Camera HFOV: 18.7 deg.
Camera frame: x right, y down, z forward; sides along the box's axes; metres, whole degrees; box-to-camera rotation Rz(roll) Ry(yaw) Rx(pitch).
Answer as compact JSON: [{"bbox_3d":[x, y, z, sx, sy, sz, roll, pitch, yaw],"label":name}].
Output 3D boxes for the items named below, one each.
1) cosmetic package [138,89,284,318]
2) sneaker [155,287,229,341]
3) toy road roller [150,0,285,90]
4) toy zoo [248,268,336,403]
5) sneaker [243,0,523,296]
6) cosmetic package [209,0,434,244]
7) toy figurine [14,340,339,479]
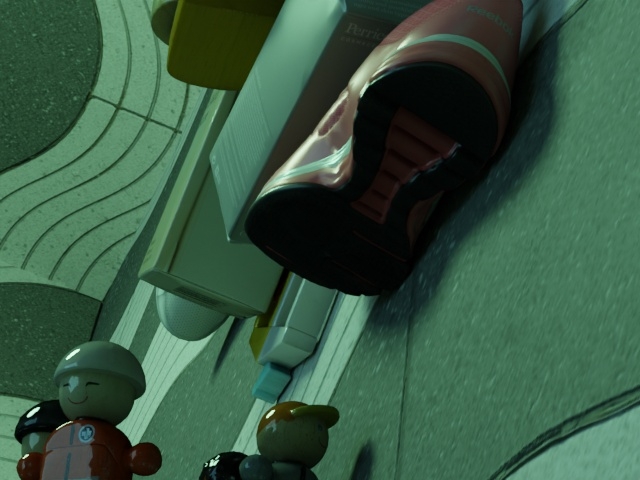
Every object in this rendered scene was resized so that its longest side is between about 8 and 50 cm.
[{"bbox_3d":[-0.053,-0.091,1.764,0.160,0.113,0.309,155,137,-78],"label":"cosmetic package"},{"bbox_3d":[-0.103,0.006,2.044,0.169,0.108,0.292,-80,16,-67],"label":"sneaker"},{"bbox_3d":[0.006,-0.257,1.565,0.329,0.240,0.202,125,154,-66],"label":"toy road roller"},{"bbox_3d":[0.000,0.000,1.680,0.192,0.030,0.293,168,125,-80],"label":"toy zoo"},{"bbox_3d":[0.056,-0.069,1.348,0.314,0.116,0.136,-44,14,53],"label":"sneaker"},{"bbox_3d":[0.017,-0.105,1.466,0.238,0.127,0.107,119,148,-41],"label":"cosmetic package"},{"bbox_3d":[-0.106,0.170,1.306,0.213,0.209,0.148,127,152,-60],"label":"toy figurine"}]
